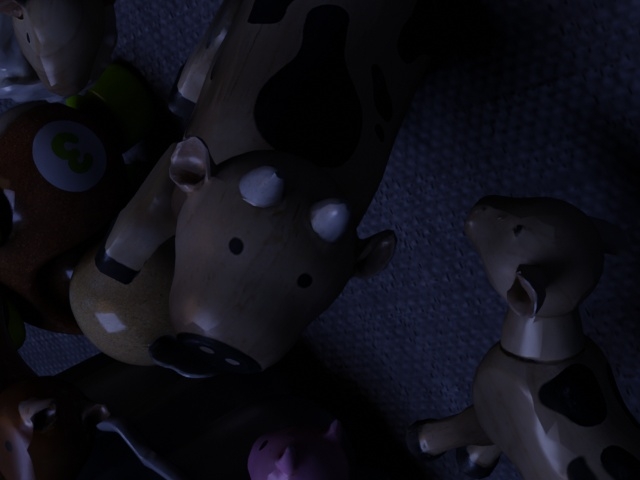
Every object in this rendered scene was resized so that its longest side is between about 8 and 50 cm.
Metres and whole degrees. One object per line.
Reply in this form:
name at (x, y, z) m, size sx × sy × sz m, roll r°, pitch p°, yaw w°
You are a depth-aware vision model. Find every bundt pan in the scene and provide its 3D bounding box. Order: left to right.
bundt pan at (-0.046, 0.191, 1.044) m, size 0.331 × 0.124 × 0.330 m, roll 37°, pitch 148°, yaw 28°

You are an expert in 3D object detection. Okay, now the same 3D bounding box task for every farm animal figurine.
farm animal figurine at (0.000, 0.000, 0.669) m, size 0.172 × 0.330 × 0.326 m, roll 133°, pitch 144°, yaw -53°

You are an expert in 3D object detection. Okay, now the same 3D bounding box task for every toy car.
toy car at (-0.105, 0.012, 0.948) m, size 0.188 × 0.155 × 0.149 m, roll 26°, pitch 140°, yaw 29°
